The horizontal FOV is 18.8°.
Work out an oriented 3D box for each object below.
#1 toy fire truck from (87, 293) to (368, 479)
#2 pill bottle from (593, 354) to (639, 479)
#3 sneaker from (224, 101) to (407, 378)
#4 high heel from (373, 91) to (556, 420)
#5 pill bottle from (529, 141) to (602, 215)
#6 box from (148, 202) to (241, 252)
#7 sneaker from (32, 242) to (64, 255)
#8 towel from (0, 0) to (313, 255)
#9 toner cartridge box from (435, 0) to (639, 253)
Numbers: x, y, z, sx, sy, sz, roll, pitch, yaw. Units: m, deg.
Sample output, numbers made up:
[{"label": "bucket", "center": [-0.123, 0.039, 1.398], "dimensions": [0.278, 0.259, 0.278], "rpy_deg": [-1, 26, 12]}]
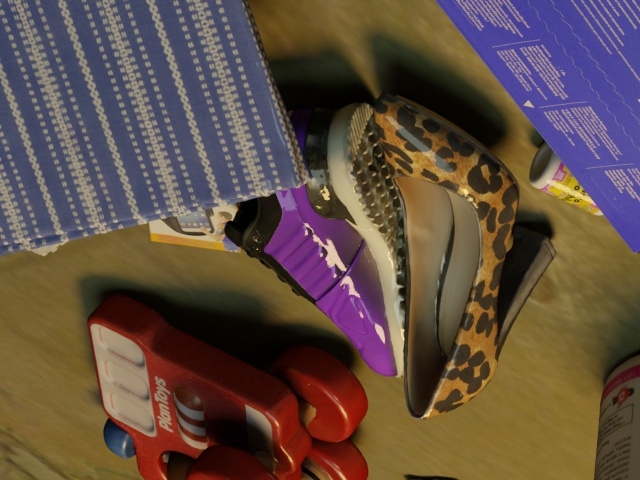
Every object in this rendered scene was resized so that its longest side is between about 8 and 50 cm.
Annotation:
[{"label": "toy fire truck", "center": [-0.102, 0.193, 1.858], "dimensions": [0.254, 0.169, 0.302], "rpy_deg": [27, 148, 20]}, {"label": "pill bottle", "center": [0.315, 0.250, 1.687], "dimensions": [0.160, 0.283, 0.160], "rpy_deg": [8, 144, 6]}, {"label": "sneaker", "center": [0.000, -0.001, 1.603], "dimensions": [0.146, 0.102, 0.293], "rpy_deg": [-1, 135, 18]}, {"label": "high heel", "center": [0.081, 0.018, 1.520], "dimensions": [0.093, 0.186, 0.261], "rpy_deg": [18, 159, 46]}, {"label": "pill bottle", "center": [0.209, -0.047, 1.522], "dimensions": [0.083, 0.043, 0.043], "rpy_deg": [23, 142, -15]}, {"label": "box", "center": [-0.106, -0.044, 1.628], "dimensions": [0.081, 0.028, 0.136], "rpy_deg": [7, 145, 6]}, {"label": "sneaker", "center": [-0.201, -0.077, 1.573], "dimensions": [0.095, 0.090, 0.235], "rpy_deg": [31, 133, -12]}, {"label": "towel", "center": [-0.188, -0.120, 1.469], "dimensions": [0.336, 0.040, 0.243], "rpy_deg": [-11, 109, 26]}, {"label": "toner cartridge box", "center": [0.211, -0.128, 1.334], "dimensions": [0.165, 0.075, 0.348], "rpy_deg": [-6, 137, 44]}]
